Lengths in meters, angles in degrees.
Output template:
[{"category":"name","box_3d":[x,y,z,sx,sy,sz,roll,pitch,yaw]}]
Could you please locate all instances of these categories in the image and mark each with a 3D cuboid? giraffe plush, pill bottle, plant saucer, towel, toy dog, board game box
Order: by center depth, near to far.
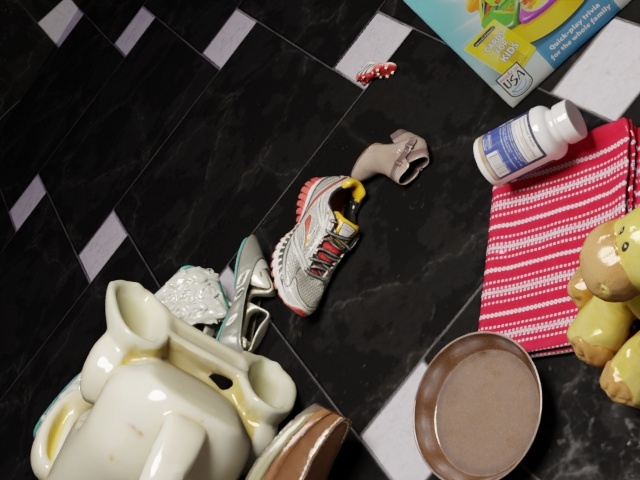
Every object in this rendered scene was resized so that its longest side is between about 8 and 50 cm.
[{"category":"giraffe plush","box_3d":[0.305,0.032,0.858,0.210,0.170,0.181,-38,51,12]},{"category":"plant saucer","box_3d":[0.172,0.182,1.024,0.168,0.029,0.168,-23,56,40]},{"category":"towel","box_3d":[0.267,0.000,1.077,0.199,0.031,0.275,-18,50,42]},{"category":"pill bottle","box_3d":[0.244,-0.115,1.109,0.120,0.067,0.067,-28,44,34]},{"category":"board game box","box_3d":[0.221,-0.353,1.151,0.254,0.336,0.079,-44,37,17]},{"category":"toy dog","box_3d":[-0.234,0.327,1.190,0.408,0.284,0.395,-56,23,12]}]

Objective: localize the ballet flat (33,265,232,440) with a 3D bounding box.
[{"category":"ballet flat","box_3d":[-0.284,0.215,1.467,0.409,0.147,0.147,-49,36,9]}]

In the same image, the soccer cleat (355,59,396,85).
[{"category":"soccer cleat","box_3d":[0.088,-0.272,1.507,0.083,0.029,0.035,-15,56,49]}]

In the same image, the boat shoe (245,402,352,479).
[{"category":"boat shoe","box_3d":[-0.045,0.349,1.101,0.120,0.122,0.324,28,87,24]}]

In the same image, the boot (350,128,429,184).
[{"category":"boot","box_3d":[0.100,-0.106,1.348,0.118,0.042,0.087,-44,39,16]}]

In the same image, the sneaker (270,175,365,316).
[{"category":"sneaker","box_3d":[0.000,0.000,1.338,0.093,0.088,0.225,-10,55,44]}]

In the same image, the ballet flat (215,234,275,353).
[{"category":"ballet flat","box_3d":[-0.100,0.091,1.414,0.068,0.072,0.213,4,62,20]}]
